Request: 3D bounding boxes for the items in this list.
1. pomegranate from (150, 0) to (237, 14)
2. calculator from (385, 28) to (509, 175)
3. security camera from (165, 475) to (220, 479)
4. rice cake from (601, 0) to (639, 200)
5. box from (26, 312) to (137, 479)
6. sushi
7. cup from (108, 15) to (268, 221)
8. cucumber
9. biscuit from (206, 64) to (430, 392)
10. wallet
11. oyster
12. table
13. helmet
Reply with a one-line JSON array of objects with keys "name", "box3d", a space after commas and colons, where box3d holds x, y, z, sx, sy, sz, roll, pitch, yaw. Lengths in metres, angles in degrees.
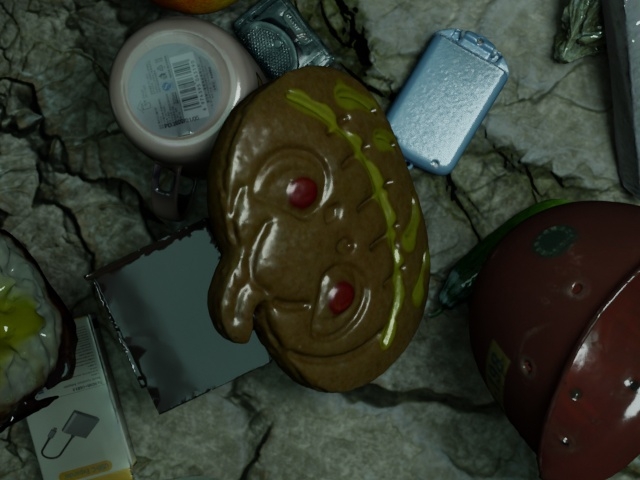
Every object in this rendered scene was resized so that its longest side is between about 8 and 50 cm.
[{"name": "pomegranate", "box3d": [-0.143, -0.388, 1.003, 0.257, 0.221, 0.221, 23, 91, 11]}, {"name": "calculator", "box3d": [0.165, -0.186, 1.089, 0.121, 0.039, 0.210, 30, 92, 3]}, {"name": "security camera", "box3d": [-0.184, 0.450, 1.039, 0.195, 0.194, 0.236, -10, 95, 2]}, {"name": "rice cake", "box3d": [0.396, -0.224, 1.006, 0.056, 0.072, 0.365, -19, 114, -3]}, {"name": "box", "box3d": [-0.344, 0.235, 1.113, 0.129, 0.033, 0.247, -15, 90, 1]}, {"name": "sushi", "box3d": [-0.483, 0.133, 0.965, 0.294, 0.299, 0.281, -32, 74, 20]}, {"name": "cup", "box3d": [-0.171, -0.149, 1.018, 0.192, 0.200, 0.252, 15, 92, 1]}, {"name": "cucumber", "box3d": [0.239, 0.019, 1.082, 0.250, 0.056, 0.056, -39, 90, -1]}, {"name": "biscuit", "box3d": [0.006, 0.000, 0.964, 0.350, 0.070, 0.394, -44, 119, -34]}, {"name": "wallet", "box3d": [-0.052, -0.272, 1.099, 0.088, 0.026, 0.129, -39, 89, 1]}, {"name": "oyster", "box3d": [0.430, -0.347, 1.055, 0.268, 0.112, 0.198, -14, 111, -6]}, {"name": "table", "box3d": [-0.171, 0.093, 1.038, 0.172, 0.169, 0.193, -26, 91, 2]}, {"name": "helmet", "box3d": [0.311, 0.097, 0.985, 0.337, 0.385, 0.230, -35, 49, -17]}]
